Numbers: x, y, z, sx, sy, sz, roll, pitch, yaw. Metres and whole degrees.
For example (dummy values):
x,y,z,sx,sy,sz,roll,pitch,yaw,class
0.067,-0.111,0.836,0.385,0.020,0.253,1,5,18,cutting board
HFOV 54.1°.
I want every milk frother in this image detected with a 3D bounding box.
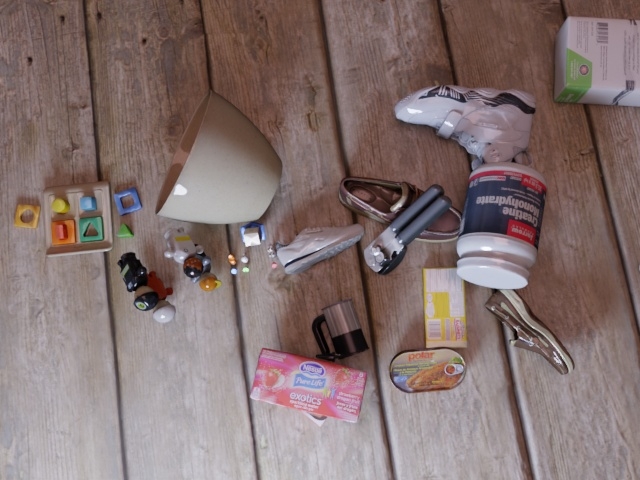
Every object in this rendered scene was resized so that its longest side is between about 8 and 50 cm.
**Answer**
x,y,z,sx,sy,sz,roll,pitch,yaw,class
0.039,0.225,1.540,0.129,0.143,0.135,-21,80,3,milk frother

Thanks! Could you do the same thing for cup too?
x,y,z,sx,sy,sz,roll,pitch,yaw,class
-0.236,-0.172,1.561,0.236,0.331,0.331,23,81,-21,cup

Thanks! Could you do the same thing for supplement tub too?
x,y,z,sx,sy,sz,roll,pitch,yaw,class
0.439,-0.036,1.529,0.191,0.191,0.272,13,74,5,supplement tub

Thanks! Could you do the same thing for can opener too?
x,y,z,sx,sy,sz,roll,pitch,yaw,class
0.213,-0.025,1.550,0.280,0.093,0.074,-48,56,29,can opener

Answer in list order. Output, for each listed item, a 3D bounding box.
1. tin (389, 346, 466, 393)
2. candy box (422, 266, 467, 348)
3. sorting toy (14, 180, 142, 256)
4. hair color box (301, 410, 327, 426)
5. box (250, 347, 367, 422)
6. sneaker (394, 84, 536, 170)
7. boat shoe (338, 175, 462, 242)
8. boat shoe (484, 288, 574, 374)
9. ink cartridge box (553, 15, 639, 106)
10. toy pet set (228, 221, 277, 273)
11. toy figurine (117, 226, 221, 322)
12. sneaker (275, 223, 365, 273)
x,y,z,sx,sy,sz,roll,pitch,yaw,class
0.264,0.319,1.556,0.189,0.040,0.106,-5,99,2,tin
0.315,0.171,1.595,0.105,0.027,0.206,0,81,0,candy box
-0.651,-0.061,1.666,0.347,0.047,0.196,-6,80,2,sorting toy
-0.034,0.390,1.564,0.141,0.043,0.072,36,82,7,hair color box
-0.026,0.342,1.486,0.256,0.128,0.123,12,77,4,box
0.376,-0.277,1.613,0.365,0.137,0.210,1,77,-1,sneaker
0.207,-0.089,1.596,0.341,0.123,0.123,22,82,6,boat shoe
0.507,0.235,1.548,0.095,0.095,0.257,-37,69,-1,boat shoe
0.766,-0.465,1.642,0.272,0.115,0.199,5,81,4,ink cartridge box
-0.179,0.016,1.639,0.122,0.065,0.114,-7,115,4,toy pet set
-0.367,0.091,1.546,0.209,0.213,0.148,-29,68,-7,toy figurine
0.000,0.000,1.613,0.235,0.090,0.095,-23,71,-3,sneaker
